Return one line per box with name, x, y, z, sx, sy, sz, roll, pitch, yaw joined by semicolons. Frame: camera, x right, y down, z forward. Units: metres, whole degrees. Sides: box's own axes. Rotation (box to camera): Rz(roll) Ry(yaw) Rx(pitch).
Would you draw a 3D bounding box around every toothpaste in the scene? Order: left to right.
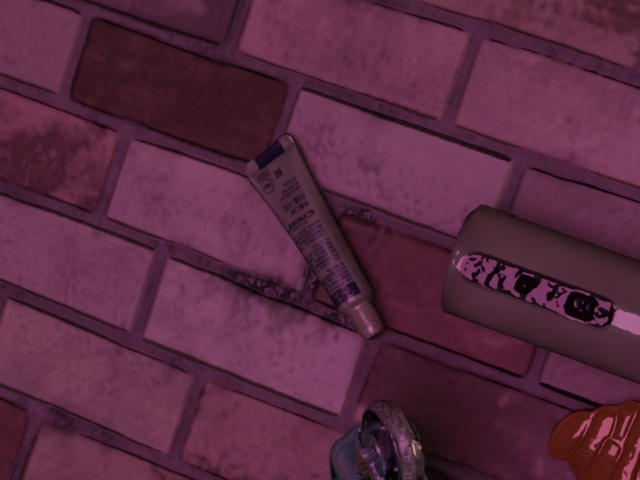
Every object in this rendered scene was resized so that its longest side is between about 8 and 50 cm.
toothpaste;0.000;0.000;1.769;0.062;0.037;0.216;-36;74;16

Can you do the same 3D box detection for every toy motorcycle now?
toy motorcycle;0.064;0.280;1.676;0.109;0.198;0.296;-16;98;-18

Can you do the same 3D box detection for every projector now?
projector;0.276;0.069;1.631;0.337;0.108;0.108;20;96;19

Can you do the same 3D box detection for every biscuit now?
biscuit;0.323;0.208;1.655;0.250;0.035;0.162;13;98;18
